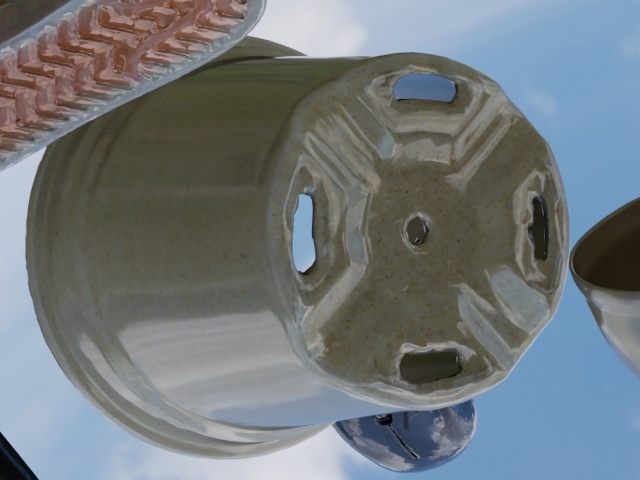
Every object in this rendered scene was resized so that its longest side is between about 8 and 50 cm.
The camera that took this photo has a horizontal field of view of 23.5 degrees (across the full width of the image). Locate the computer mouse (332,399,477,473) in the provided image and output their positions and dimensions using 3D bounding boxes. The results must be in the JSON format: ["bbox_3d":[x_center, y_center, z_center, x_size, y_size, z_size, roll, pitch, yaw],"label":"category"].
[{"bbox_3d":[0.064,0.174,1.526,0.188,0.272,0.072,-27,-129,22],"label":"computer mouse"}]

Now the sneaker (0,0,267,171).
[{"bbox_3d":[-0.173,-0.120,0.825,0.302,0.108,0.121,-20,-130,10],"label":"sneaker"}]

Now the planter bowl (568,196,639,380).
[{"bbox_3d":[0.224,0.036,0.806,0.162,0.109,0.162,-19,-163,6],"label":"planter bowl"}]

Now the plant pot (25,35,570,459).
[{"bbox_3d":[0.000,0.000,1.071,0.334,0.334,0.305,-51,-160,-19],"label":"plant pot"}]

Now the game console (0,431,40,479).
[{"bbox_3d":[-0.242,0.210,0.672,0.060,0.386,0.342,-9,-145,39],"label":"game console"}]
